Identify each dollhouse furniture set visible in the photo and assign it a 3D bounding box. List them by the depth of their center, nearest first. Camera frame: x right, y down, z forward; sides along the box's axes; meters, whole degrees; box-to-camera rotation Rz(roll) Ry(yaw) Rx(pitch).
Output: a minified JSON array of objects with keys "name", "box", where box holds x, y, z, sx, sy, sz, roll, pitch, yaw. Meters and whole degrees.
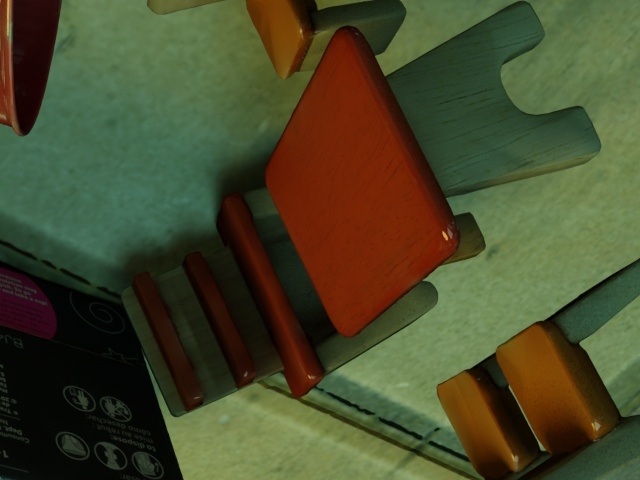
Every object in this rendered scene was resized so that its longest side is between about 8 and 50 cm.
[{"name":"dollhouse furniture set","box":[0.000,0.000,0.504,0.135,0.262,0.259,-22,169,-17]}]

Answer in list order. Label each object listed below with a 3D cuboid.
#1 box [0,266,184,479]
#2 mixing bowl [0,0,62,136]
[{"name":"box","box":[-0.207,0.096,0.544,0.247,0.163,0.142,22,114,-33]},{"name":"mixing bowl","box":[-0.136,-0.130,0.404,0.098,0.181,0.181,6,125,-7]}]
